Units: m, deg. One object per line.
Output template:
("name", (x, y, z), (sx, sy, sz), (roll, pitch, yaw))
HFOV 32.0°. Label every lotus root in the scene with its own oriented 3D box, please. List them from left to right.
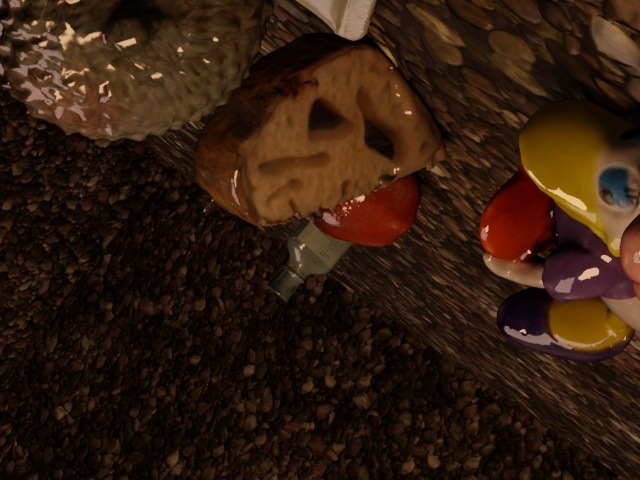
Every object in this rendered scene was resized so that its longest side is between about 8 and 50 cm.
("lotus root", (0.004, -0.108, 1.053), (0.074, 0.260, 0.170), (30, 138, 49))

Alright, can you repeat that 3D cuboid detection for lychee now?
("lychee", (-0.170, -0.213, 0.932), (0.255, 0.255, 0.274), (43, -173, -37))

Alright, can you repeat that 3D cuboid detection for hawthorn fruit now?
("hawthorn fruit", (0.058, -0.057, 1.363), (0.138, 0.133, 0.133), (23, 178, -14))

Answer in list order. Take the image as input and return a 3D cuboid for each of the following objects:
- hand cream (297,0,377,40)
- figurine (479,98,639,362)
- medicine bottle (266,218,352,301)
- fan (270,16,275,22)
("hand cream", (-0.086, -0.276, 0.777), (0.340, 0.078, 0.124), (36, 134, 14))
("figurine", (0.209, -0.001, 0.747), (0.193, 0.154, 0.421), (30, 172, 25))
("medicine bottle", (0.000, 0.000, 1.685), (0.090, 0.208, 0.053), (43, 175, -36))
("fan", (-0.098, -0.272, 1.203), (0.133, 0.005, 0.085), (38, 173, 15))
